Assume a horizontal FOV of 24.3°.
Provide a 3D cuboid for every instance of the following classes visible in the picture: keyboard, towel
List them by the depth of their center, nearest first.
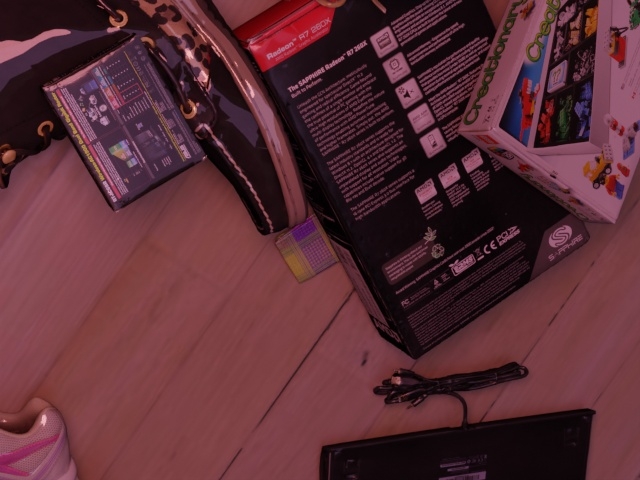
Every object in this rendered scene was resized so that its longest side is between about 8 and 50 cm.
[{"bbox_3d":[0.000,0.000,1.494,0.083,0.009,0.060,-34,114,-7],"label":"towel"},{"bbox_3d":[0.151,0.216,1.601,0.317,0.033,0.202,-5,113,-20],"label":"keyboard"}]

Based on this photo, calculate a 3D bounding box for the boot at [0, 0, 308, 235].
[{"bbox_3d":[-0.205,-0.114,1.316,0.284,0.138,0.377,-34,110,-9],"label":"boot"}]

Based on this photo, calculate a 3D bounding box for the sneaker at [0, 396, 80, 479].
[{"bbox_3d":[-0.348,0.198,1.381,0.252,0.103,0.111,-5,106,-27],"label":"sneaker"}]

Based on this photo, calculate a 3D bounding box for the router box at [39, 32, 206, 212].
[{"bbox_3d":[-0.165,-0.098,1.243,0.092,0.038,0.122,-31,105,-10],"label":"router box"}]

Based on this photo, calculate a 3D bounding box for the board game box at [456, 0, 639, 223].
[{"bbox_3d":[0.264,-0.194,1.448,0.193,0.053,0.305,32,74,-33],"label":"board game box"}]

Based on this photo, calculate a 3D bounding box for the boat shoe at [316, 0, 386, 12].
[{"bbox_3d":[-0.018,-0.277,1.318,0.285,0.089,0.105,24,53,4],"label":"boat shoe"}]

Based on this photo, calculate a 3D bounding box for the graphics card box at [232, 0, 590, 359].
[{"bbox_3d":[0.091,-0.097,1.449,0.232,0.094,0.371,-34,113,-12],"label":"graphics card box"}]
